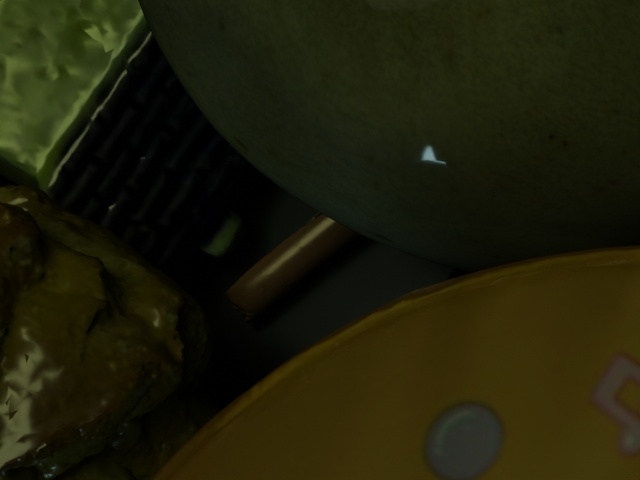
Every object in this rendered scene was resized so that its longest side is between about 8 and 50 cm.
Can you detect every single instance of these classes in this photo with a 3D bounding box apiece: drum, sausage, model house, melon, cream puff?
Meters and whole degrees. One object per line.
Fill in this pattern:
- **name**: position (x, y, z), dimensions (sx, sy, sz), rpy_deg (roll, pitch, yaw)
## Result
- **drum**: position (0.110, 0.224, 0.585), dimensions (0.431, 0.214, 0.431), rpy_deg (-14, 56, 22)
- **sausage**: position (0.000, 0.000, 0.944), dimensions (0.116, 0.026, 0.026), rpy_deg (-39, 59, 11)
- **model house**: position (-0.102, -0.099, 0.992), dimensions (0.211, 0.170, 0.194), rpy_deg (33, 81, 5)
- **melon**: position (0.057, -0.136, 0.819), dimensions (0.330, 0.268, 0.268), rpy_deg (39, 92, 19)
- **cream puff**: position (-0.164, 0.088, 0.884), dimensions (0.244, 0.196, 0.244), rpy_deg (-2, 83, 20)
